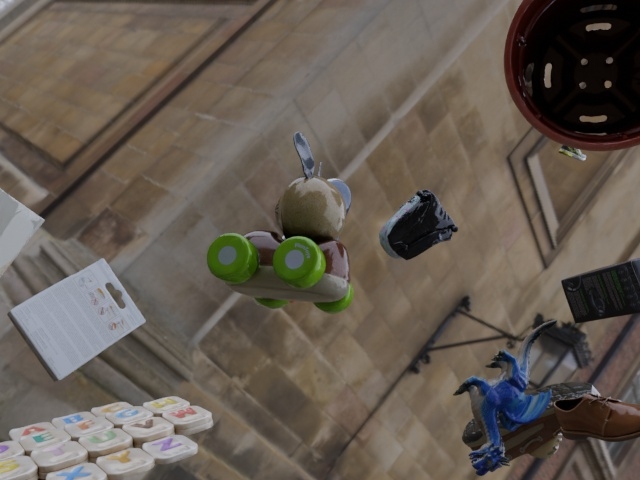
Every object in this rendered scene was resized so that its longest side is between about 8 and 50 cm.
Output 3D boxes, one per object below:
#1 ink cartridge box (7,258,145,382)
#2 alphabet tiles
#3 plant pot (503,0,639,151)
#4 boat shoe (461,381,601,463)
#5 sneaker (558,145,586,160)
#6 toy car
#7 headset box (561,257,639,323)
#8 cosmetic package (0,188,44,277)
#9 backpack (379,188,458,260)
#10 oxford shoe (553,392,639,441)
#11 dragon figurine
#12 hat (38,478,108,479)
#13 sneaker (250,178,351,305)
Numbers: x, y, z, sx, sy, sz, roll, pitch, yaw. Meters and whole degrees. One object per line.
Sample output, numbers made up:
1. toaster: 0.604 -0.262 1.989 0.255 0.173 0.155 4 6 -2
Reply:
1. ink cartridge box: -0.425 0.136 1.041 0.045 0.179 0.145 -27 -82 52
2. alphabet tiles: -0.297 0.262 0.788 0.278 0.284 0.021 -1 -85 53
3. plant pot: 0.439 -0.276 0.924 0.272 0.272 0.265 38 20 13
4. boat shoe: 0.477 0.417 1.321 0.324 0.122 0.120 -34 -94 32
5. sneaker: 0.596 -0.210 1.386 0.083 0.035 0.031 10 16 -32
6. toy car: -0.030 -0.024 0.691 0.149 0.188 0.155 3 -18 17
7. headset box: 0.831 0.111 1.543 0.283 0.246 0.131 137 -62 -69
8. cosmetic package: -0.708 0.058 1.176 0.160 0.309 0.113 -10 -45 48
9. backpack: 0.242 -0.026 1.539 0.152 0.182 0.115 51 -11 -4
10. oxford shoe: 0.502 0.304 1.042 0.212 0.076 0.076 -28 -91 51
11. dragon figurine: 0.328 0.266 1.001 0.144 0.289 0.085 48 -23 21
12. hat: -0.503 0.561 1.139 0.331 0.134 0.331 7 -51 9
13. sneaker: 0.000 0.000 1.198 0.148 0.350 0.131 -4 -48 43
